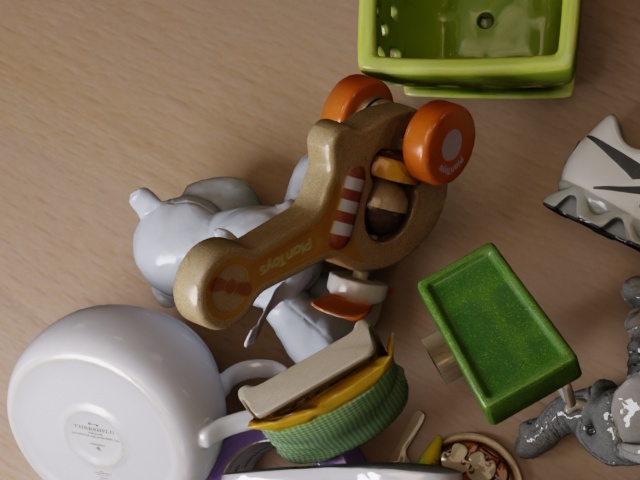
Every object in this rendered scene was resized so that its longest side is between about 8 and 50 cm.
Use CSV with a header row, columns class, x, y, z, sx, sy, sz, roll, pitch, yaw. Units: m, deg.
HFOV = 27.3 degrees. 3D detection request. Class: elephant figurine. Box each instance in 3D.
class,x,y,z,sx,sy,sz,roll,pitch,yaw
elephant figurine,0.340,0.172,1.359,0.169,0.186,0.239,22,100,-15

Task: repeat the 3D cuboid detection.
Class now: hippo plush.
class,x,y,z,sx,sy,sz,roll,pitch,yaw
hippo plush,-0.085,0.036,1.458,0.237,0.294,0.234,0,114,35

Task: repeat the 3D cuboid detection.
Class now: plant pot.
class,x,y,z,sx,sy,sz,roll,pitch,yaw
plant pot,0.176,-0.264,1.427,0.228,0.207,0.227,2,83,16

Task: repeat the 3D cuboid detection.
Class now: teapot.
class,x,y,z,sx,sy,sz,roll,pitch,yaw
teapot,-0.195,0.164,1.431,0.256,0.187,0.252,43,126,-1

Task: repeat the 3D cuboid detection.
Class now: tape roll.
class,x,y,z,sx,sy,sz,roll,pitch,yaw
tape roll,-0.041,0.286,1.466,0.189,0.080,0.189,-4,79,19

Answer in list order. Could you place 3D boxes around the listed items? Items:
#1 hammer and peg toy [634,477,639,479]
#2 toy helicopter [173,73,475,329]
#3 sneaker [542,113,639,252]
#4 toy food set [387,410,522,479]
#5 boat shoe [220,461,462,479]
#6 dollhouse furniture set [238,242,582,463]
class,x,y,z,sx,sy,sz,roll,pitch,yaw
hammer and peg toy,0.348,0.432,1.272,0.266,0.127,0.361,-31,73,-19
toy helicopter,0.000,0.000,1.286,0.140,0.355,0.235,23,129,38
sneaker,0.409,-0.028,1.370,0.331,0.122,0.146,29,92,17
toy food set,0.157,0.276,1.438,0.192,0.038,0.132,25,89,18
boat shoe,0.019,0.276,1.355,0.268,0.096,0.088,-6,83,19
dollhouse furniture set,0.094,0.168,1.302,0.302,0.197,0.151,-30,59,0
